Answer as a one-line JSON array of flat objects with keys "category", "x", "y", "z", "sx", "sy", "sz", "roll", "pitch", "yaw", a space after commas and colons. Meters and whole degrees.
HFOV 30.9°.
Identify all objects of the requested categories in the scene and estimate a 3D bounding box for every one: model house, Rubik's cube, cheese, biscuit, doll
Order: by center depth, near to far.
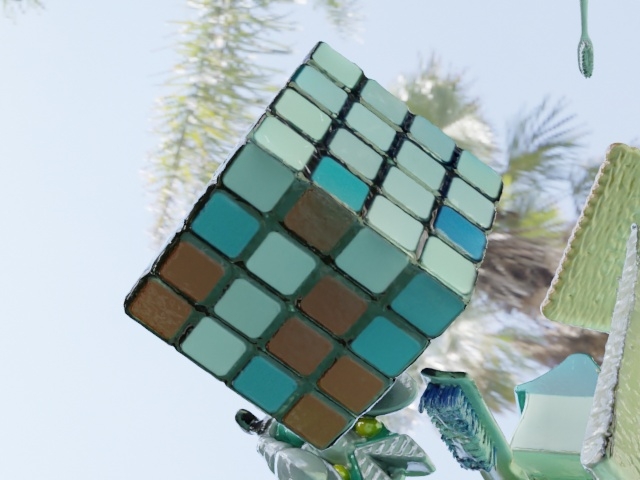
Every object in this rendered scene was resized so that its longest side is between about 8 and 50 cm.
[{"category": "Rubik's cube", "x": 0.000, "y": 0.000, "z": 0.706, "sx": 0.155, "sy": 0.154, "sz": 0.151, "roll": 35, "pitch": -57, "yaw": -6}, {"category": "cheese", "x": 0.299, "y": 0.107, "z": 1.077, "sx": 0.085, "sy": 0.034, "sz": 0.400, "roll": 45, "pitch": -145, "yaw": -10}, {"category": "model house", "x": 0.267, "y": 0.201, "z": 1.206, "sx": 0.149, "sy": 0.127, "sz": 0.100, "roll": -67, "pitch": -30, "yaw": -44}, {"category": "doll", "x": 0.002, "y": 0.246, "z": 1.370, "sx": 0.153, "sy": 0.258, "sz": 0.195, "roll": 50, "pitch": -143, "yaw": -50}, {"category": "biscuit", "x": 0.391, "y": 0.002, "z": 1.511, "sx": 0.160, "sy": 0.030, "sz": 0.249, "roll": 12, "pitch": -74, "yaw": -24}]

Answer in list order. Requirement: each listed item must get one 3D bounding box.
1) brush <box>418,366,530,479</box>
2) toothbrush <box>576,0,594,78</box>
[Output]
[{"category": "brush", "x": 0.104, "y": 0.138, "z": 0.710, "sx": 0.178, "sy": 0.033, "sz": 0.030, "roll": 57, "pitch": -144, "yaw": -40}, {"category": "toothbrush", "x": 0.278, "y": -0.307, "z": 1.231, "sx": 0.020, "sy": 0.025, "sz": 0.286, "roll": -6, "pitch": -62, "yaw": 6}]
